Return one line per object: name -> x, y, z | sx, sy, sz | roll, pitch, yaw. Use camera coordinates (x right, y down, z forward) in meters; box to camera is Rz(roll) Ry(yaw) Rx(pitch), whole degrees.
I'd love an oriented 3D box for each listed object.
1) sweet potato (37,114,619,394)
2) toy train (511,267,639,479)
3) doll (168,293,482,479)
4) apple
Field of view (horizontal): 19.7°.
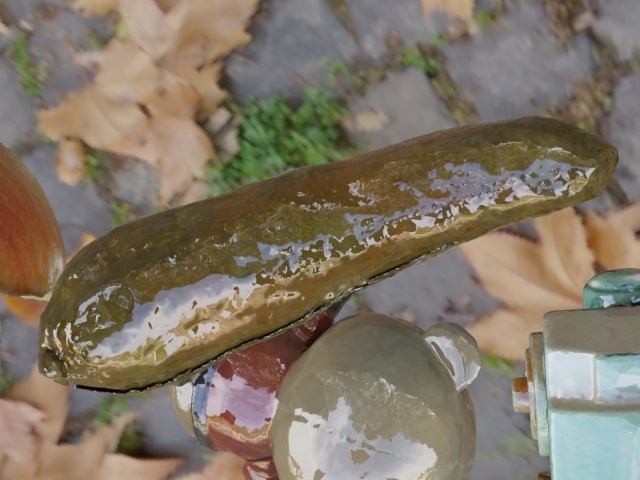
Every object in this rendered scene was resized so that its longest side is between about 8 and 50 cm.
sweet potato -> 0.000, 0.000, 0.829 | 0.273, 0.075, 0.075 | -20, 71, -1
toy train -> 0.108, 0.111, 0.627 | 0.081, 0.125, 0.194 | -4, 101, 7
doll -> -0.012, 0.143, 1.662 | 0.330, 0.174, 0.235 | 18, 89, 32
apple -> -0.377, -0.032, 1.580 | 0.346, 0.179, 0.254 | 13, 41, -10
